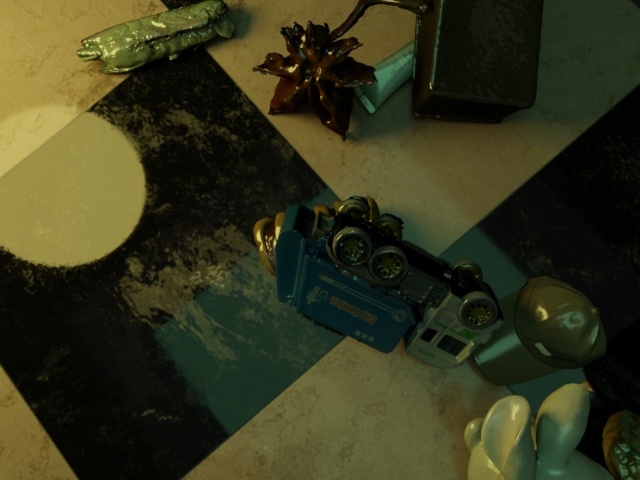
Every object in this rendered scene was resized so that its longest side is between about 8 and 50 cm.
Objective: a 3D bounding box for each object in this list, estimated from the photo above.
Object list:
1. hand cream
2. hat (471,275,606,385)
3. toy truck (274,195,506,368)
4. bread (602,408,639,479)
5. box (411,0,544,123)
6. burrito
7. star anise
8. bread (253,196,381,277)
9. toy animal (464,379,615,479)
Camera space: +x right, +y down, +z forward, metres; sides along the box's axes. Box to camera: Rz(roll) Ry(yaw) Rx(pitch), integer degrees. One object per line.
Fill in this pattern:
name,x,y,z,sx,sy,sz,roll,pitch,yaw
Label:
hand cream,0.153,-0.327,1.099,0.205,0.050,0.078,-36,96,0
hat,0.344,0.153,0.951,0.173,0.144,0.166,-21,74,-23
toy truck,0.098,0.063,0.926,0.367,0.146,0.175,27,114,-7
bread,0.470,0.323,0.855,0.128,0.232,0.088,38,106,23
box,0.264,-0.352,1.007,0.184,0.143,0.273,5,91,-4
burrito,-0.319,-0.396,1.142,0.309,0.066,0.096,-16,73,1
star anise,0.033,-0.309,1.021,0.346,0.237,0.148,-34,34,19
bread,0.000,0.000,1.026,0.225,0.081,0.134,-13,79,1
toy animal,0.305,0.337,0.817,0.183,0.310,0.247,-18,72,4
